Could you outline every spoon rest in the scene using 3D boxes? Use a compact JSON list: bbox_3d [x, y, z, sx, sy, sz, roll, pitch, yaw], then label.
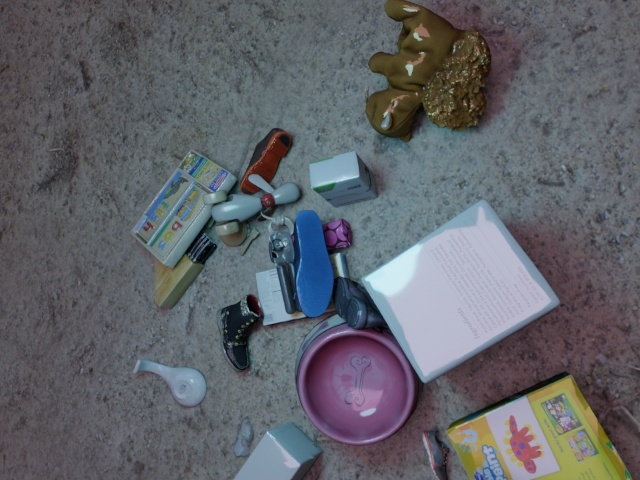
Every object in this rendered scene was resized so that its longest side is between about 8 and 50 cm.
[{"bbox_3d":[-0.541,0.508,1.881,0.276,0.084,0.138,23,91,9],"label":"spoon rest"}]

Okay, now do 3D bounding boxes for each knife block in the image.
[{"bbox_3d":[-0.494,0.103,1.913,0.241,0.088,0.276,-7,78,20],"label":"knife block"}]

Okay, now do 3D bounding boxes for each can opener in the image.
[{"bbox_3d":[-0.115,0.105,1.723,0.075,0.095,0.284,-10,81,-19],"label":"can opener"}]

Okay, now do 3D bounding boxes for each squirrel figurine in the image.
[{"bbox_3d":[0.323,-0.484,1.610,0.396,0.281,0.371,29,98,25],"label":"squirrel figurine"}]

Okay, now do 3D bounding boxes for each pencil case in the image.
[{"bbox_3d":[0.000,0.000,1.745,0.209,0.095,0.098,-17,91,20],"label":"pencil case"}]

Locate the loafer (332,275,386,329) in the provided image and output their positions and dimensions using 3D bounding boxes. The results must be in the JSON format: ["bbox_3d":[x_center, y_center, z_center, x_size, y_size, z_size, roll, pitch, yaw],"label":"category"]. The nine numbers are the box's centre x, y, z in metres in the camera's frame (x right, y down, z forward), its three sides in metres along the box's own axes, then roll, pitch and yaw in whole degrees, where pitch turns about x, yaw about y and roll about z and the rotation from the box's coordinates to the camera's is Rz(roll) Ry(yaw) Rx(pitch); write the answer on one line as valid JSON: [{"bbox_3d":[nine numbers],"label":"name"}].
[{"bbox_3d":[0.110,0.191,1.536,0.095,0.302,0.109,10,102,-15],"label":"loafer"}]

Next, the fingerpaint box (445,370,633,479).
[{"bbox_3d":[0.608,0.635,1.367,0.370,0.163,0.445,-31,72,13],"label":"fingerpaint box"}]

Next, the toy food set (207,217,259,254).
[{"bbox_3d":[-0.319,-0.043,1.904,0.192,0.038,0.132,40,103,16],"label":"toy food set"}]

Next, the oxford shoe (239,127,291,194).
[{"bbox_3d":[-0.212,-0.290,1.885,0.271,0.096,0.098,-52,43,7],"label":"oxford shoe"}]

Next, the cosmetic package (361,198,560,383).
[{"bbox_3d":[0.391,0.149,1.440,0.393,0.329,0.328,-35,72,12],"label":"cosmetic package"}]

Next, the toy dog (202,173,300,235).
[{"bbox_3d":[-0.251,-0.124,1.816,0.333,0.161,0.221,3,99,-17],"label":"toy dog"}]

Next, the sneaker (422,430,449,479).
[{"bbox_3d":[0.354,0.640,1.520,0.064,0.061,0.158,-21,75,10],"label":"sneaker"}]

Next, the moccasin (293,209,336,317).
[{"bbox_3d":[-0.022,0.077,1.640,0.137,0.117,0.343,2,75,-8],"label":"moccasin"}]

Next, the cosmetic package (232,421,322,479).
[{"bbox_3d":[-0.176,0.778,1.624,0.155,0.197,0.366,35,93,23],"label":"cosmetic package"}]

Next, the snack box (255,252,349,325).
[{"bbox_3d":[-0.056,0.169,1.751,0.321,0.060,0.187,-14,77,18],"label":"snack box"}]

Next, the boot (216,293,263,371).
[{"bbox_3d":[-0.265,0.314,1.766,0.178,0.085,0.237,-35,66,35],"label":"boot"}]

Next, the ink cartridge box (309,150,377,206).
[{"bbox_3d":[0.078,-0.193,1.677,0.160,0.219,0.093,-12,74,18],"label":"ink cartridge box"}]

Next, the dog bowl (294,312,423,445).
[{"bbox_3d":[0.110,0.422,1.544,0.407,0.150,0.409,0,91,7],"label":"dog bowl"}]

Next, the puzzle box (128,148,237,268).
[{"bbox_3d":[-0.517,-0.127,1.918,0.272,0.052,0.409,32,85,35],"label":"puzzle box"}]
